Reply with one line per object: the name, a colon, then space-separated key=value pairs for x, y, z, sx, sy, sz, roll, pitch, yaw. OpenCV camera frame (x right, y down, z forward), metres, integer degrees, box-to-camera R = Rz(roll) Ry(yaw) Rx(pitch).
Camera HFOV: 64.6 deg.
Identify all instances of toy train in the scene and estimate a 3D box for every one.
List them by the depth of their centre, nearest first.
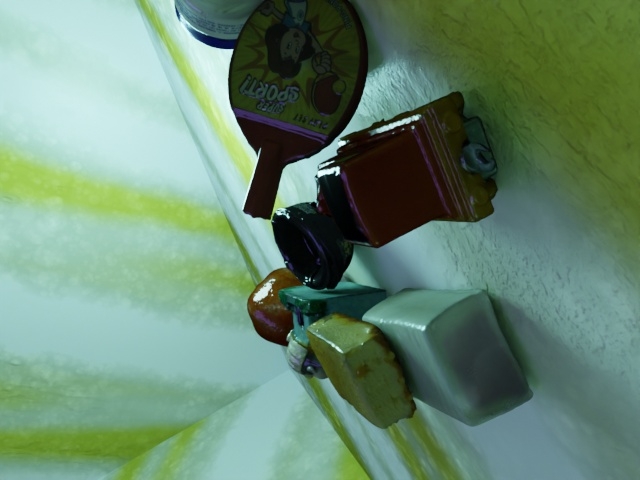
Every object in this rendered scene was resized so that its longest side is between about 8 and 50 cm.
toy train: x=0.102 y=-0.091 z=0.731 sx=0.163 sy=0.232 sz=0.369 roll=67 pitch=164 yaw=-11

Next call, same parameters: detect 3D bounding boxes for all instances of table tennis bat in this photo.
table tennis bat: x=-0.061 y=-0.238 z=0.893 sx=0.268 sy=0.051 sz=0.414 roll=23 pitch=104 yaw=23

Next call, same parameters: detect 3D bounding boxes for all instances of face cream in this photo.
face cream: x=-0.198 y=-0.511 z=1.044 sx=0.205 sy=0.206 sz=0.111 roll=60 pitch=163 yaw=10

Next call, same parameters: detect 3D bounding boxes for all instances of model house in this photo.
model house: x=0.031 y=0.250 z=1.336 sx=0.280 sy=0.230 sz=0.248 roll=-178 pitch=84 yaw=-70

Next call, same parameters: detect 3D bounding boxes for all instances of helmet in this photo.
helmet: x=0.000 y=0.000 z=1.317 sx=0.279 sy=0.160 sz=0.230 roll=17 pitch=130 yaw=50

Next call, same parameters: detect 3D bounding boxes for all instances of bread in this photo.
bread: x=0.079 y=0.258 z=1.058 sx=0.184 sy=0.114 sz=0.275 roll=63 pitch=167 yaw=-7

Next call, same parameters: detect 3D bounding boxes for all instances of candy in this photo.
candy: x=0.221 y=0.211 z=0.983 sx=0.208 sy=0.145 sz=0.359 roll=64 pitch=165 yaw=-3

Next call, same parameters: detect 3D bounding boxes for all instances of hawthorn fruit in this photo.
hawthorn fruit: x=-0.117 y=0.256 z=1.858 sx=0.311 sy=0.295 sz=0.295 roll=55 pitch=162 yaw=37

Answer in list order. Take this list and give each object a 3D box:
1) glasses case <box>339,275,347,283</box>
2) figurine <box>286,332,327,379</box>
glasses case: x=0.053 y=0.193 z=1.599 sx=0.113 sy=0.075 sz=0.296 roll=46 pitch=158 yaw=38
figurine: x=0.040 y=0.365 z=1.616 sx=0.332 sy=0.185 sz=0.204 roll=-3 pitch=114 yaw=41
